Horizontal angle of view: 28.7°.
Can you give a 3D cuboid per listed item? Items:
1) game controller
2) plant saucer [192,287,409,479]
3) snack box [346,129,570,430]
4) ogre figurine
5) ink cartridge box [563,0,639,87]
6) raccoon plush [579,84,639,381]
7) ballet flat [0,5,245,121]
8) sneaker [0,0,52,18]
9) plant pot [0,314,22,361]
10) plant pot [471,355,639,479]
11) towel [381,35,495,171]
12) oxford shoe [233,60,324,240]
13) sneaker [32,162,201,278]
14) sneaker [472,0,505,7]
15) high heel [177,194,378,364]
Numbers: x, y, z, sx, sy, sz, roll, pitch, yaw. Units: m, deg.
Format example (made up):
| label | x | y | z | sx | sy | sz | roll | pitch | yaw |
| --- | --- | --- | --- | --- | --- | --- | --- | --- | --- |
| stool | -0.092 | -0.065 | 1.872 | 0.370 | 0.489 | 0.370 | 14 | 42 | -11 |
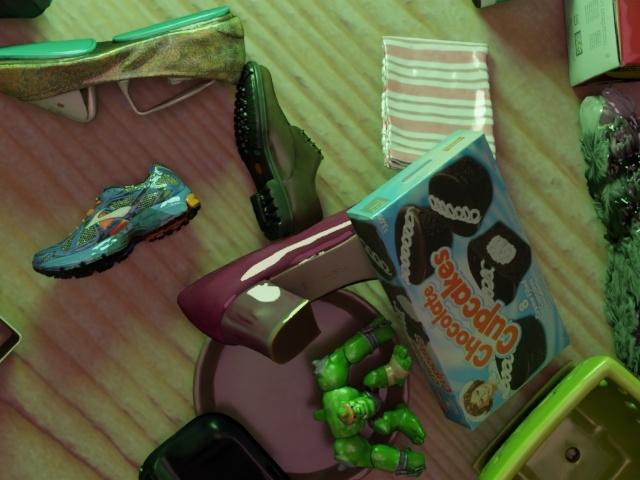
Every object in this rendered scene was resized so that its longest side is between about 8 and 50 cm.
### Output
| label | x | y | z | sx | sy | sz | roll | pitch | yaw |
| --- | --- | --- | --- | --- | --- | --- | --- | --- | --- |
| game controller | -0.081 | 0.364 | 1.566 | 0.166 | 0.067 | 0.319 | -40 | 95 | 13 |
| plant saucer | -0.025 | 0.188 | 1.598 | 0.277 | 0.041 | 0.278 | 0 | 89 | -5 |
| snack box | 0.176 | 0.050 | 1.524 | 0.187 | 0.060 | 0.322 | -37 | 117 | -21 |
| ogre figurine | 0.058 | 0.205 | 1.544 | 0.118 | 0.097 | 0.197 | -14 | 107 | -22 |
| ink cartridge box | 0.485 | -0.274 | 1.523 | 0.309 | 0.272 | 0.130 | -5 | 91 | -4 |
| raccoon plush | 0.528 | 0.002 | 1.573 | 0.299 | 0.216 | 0.447 | -9 | 91 | -13 |
| ballet flat | -0.261 | -0.205 | 1.546 | 0.348 | 0.123 | 0.123 | -11 | 91 | -5 |
| sneaker | -0.501 | -0.295 | 1.536 | 0.340 | 0.125 | 0.140 | 4 | 117 | -8 |
| plant pot | -0.435 | 0.118 | 1.535 | 0.109 | 0.096 | 0.109 | 43 | 87 | -5 |
| plant pot | 0.331 | 0.286 | 1.545 | 0.227 | 0.207 | 0.228 | 44 | 87 | -3 |
| towel | 0.149 | -0.174 | 1.582 | 0.144 | 0.029 | 0.197 | 3 | 66 | -7 |
| oxford shoe | -0.050 | -0.119 | 1.586 | 0.096 | 0.083 | 0.227 | -14 | 90 | -26 |
| sneaker | -0.262 | -0.021 | 1.567 | 0.221 | 0.083 | 0.087 | -28 | 79 | -9 |
| sneaker | 0.255 | -0.456 | 1.575 | 0.178 | 0.124 | 0.296 | -11 | 99 | 0 |
| high heel | 0.000 | 0.000 | 1.556 | 0.377 | 0.181 | 0.127 | -36 | 133 | -33 |
